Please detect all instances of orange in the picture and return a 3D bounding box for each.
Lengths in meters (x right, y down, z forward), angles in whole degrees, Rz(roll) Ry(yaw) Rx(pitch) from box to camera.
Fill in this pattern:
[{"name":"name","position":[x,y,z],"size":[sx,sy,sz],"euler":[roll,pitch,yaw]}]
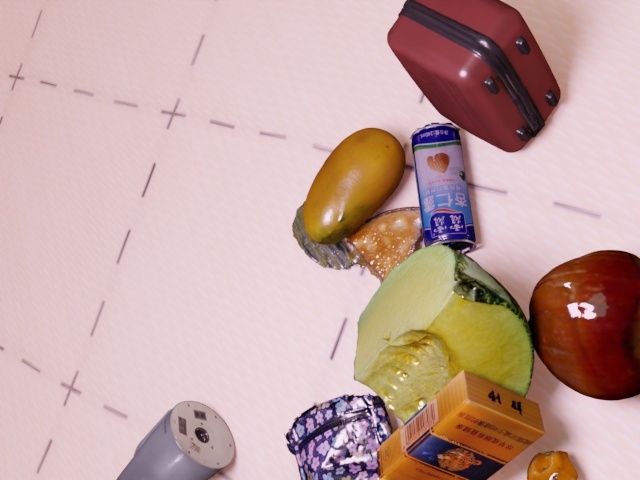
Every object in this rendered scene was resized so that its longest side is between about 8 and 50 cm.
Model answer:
[{"name":"orange","position":[0.370,0.375,1.395],"size":[0.086,0.062,0.086],"euler":[-44,15,15]}]

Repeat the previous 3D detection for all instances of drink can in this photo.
[{"name":"drink can","position":[0.224,-0.093,1.618],"size":[0.097,0.097,0.235],"euler":[-17,66,31]}]

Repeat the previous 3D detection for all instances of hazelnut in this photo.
[{"name":"hazelnut","position":[0.421,0.131,1.339],"size":[0.230,0.229,0.229],"euler":[-11,70,33]}]

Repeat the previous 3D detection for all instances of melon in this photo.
[{"name":"melon","position":[0.203,0.164,1.411],"size":[0.331,0.226,0.343],"euler":[58,134,24]}]

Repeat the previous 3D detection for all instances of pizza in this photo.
[{"name":"pizza","position":[0.139,0.035,1.669],"size":[0.185,0.052,0.195],"euler":[-20,61,24]}]

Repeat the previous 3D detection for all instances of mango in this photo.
[{"name":"mango","position":[0.057,-0.105,1.696],"size":[0.139,0.175,0.254],"euler":[42,86,-8]}]

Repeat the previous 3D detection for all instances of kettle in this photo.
[{"name":"kettle","position":[-0.317,0.443,1.830],"size":[0.243,0.160,0.210],"euler":[-43,37,25]}]

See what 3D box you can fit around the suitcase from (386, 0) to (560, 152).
[{"name":"suitcase","position":[0.268,-0.300,1.523],"size":[0.236,0.297,0.161],"euler":[39,92,36]}]

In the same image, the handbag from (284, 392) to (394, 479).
[{"name":"handbag","position":[0.045,0.384,1.586],"size":[0.229,0.127,0.207],"euler":[-33,54,24]}]

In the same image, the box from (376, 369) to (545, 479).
[{"name":"box","position":[0.216,0.318,1.388],"size":[0.237,0.152,0.070],"euler":[-51,24,35]}]

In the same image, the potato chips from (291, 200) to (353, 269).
[{"name":"potato chips","position":[0.000,0.000,1.795],"size":[0.092,0.028,0.207],"euler":[-46,54,18]}]
